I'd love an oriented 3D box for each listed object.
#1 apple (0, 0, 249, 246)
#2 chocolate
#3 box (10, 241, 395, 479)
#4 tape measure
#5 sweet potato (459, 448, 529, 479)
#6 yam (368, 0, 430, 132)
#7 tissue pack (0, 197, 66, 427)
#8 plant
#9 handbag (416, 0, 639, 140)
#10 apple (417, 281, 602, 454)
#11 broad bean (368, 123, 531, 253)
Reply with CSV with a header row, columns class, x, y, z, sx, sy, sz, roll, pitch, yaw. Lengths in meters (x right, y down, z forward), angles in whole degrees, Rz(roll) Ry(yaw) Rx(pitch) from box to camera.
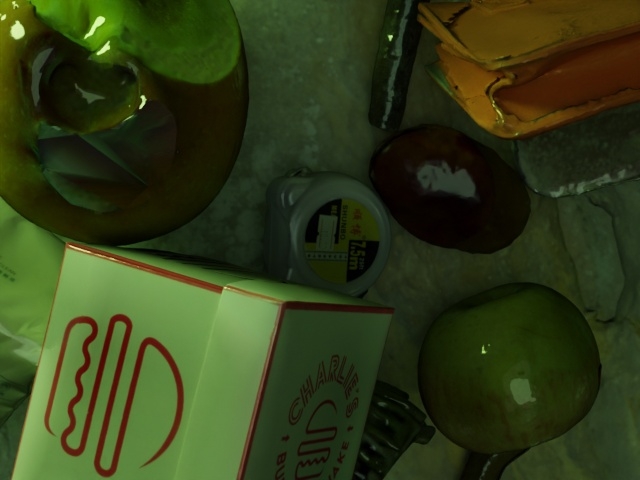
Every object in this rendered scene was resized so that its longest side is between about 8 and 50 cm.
class,x,y,z,sx,sy,sz,roll,pitch,yaw
apple,-0.262,-0.183,1.516,0.374,0.374,0.384,-10,107,-3
chocolate,0.396,-0.174,1.699,0.303,0.100,0.185,-15,112,1
box,-0.131,0.184,1.479,0.300,0.314,0.312,14,92,26
tape measure,0.003,0.003,1.688,0.178,0.105,0.196,6,91,-28
sweet potato,0.238,0.339,1.799,0.081,0.062,0.233,27,93,-24
yam,0.110,-0.281,1.679,0.061,0.061,0.274,11,100,-7
tissue pack,-0.497,0.065,1.573,0.380,0.207,0.297,38,127,-10
plant,-0.026,0.214,1.651,0.333,0.251,0.180,33,79,-11
handbag,0.351,-0.266,1.572,0.410,0.303,0.116,-17,117,-6
apple,0.246,0.165,1.666,0.260,0.261,0.194,-18,96,-1
broad bean,0.174,-0.065,1.687,0.228,0.122,0.156,34,100,-8
